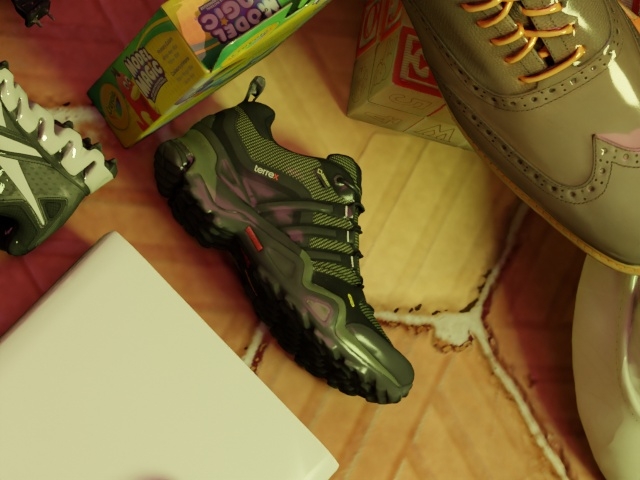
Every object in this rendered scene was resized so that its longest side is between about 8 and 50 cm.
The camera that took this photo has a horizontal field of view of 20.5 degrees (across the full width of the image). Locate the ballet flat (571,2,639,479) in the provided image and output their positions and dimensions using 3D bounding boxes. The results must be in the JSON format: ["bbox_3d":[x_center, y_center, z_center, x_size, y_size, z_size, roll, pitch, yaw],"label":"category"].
[{"bbox_3d":[0.248,-0.001,1.137,0.139,0.139,0.400,1,102,-20],"label":"ballet flat"}]

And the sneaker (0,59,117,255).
[{"bbox_3d":[-0.223,-0.066,1.045,0.106,0.078,0.234,-56,133,-10],"label":"sneaker"}]

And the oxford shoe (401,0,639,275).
[{"bbox_3d":[0.108,-0.127,1.035,0.130,0.133,0.364,-35,94,13],"label":"oxford shoe"}]

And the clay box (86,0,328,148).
[{"bbox_3d":[-0.056,-0.131,1.077,0.127,0.222,0.053,-37,93,-23],"label":"clay box"}]

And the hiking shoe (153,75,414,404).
[{"bbox_3d":[0.000,0.000,1.144,0.114,0.086,0.227,-41,93,-19],"label":"hiking shoe"}]

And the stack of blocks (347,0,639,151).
[{"bbox_3d":[0.181,-0.138,1.237,0.297,0.087,0.171,14,75,-17],"label":"stack of blocks"}]

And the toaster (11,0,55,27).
[{"bbox_3d":[-0.179,-0.261,1.111,0.146,0.129,0.227,-32,88,-25],"label":"toaster"}]

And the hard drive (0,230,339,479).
[{"bbox_3d":[-0.164,0.179,1.067,0.210,0.040,0.319,47,68,-9],"label":"hard drive"}]
